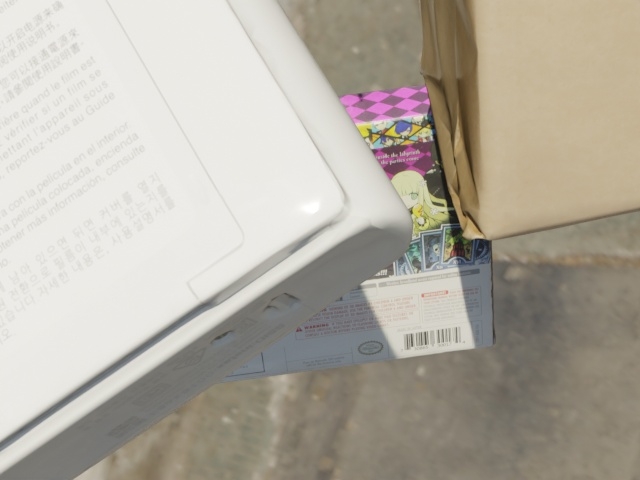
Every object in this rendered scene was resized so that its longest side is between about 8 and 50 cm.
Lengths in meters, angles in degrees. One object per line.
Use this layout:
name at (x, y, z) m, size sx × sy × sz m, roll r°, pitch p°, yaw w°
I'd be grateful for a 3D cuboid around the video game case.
video game case at (0.000, 0.000, 1.165) m, size 0.232 × 0.210 × 0.042 m, roll -8°, pitch 39°, yaw -1°

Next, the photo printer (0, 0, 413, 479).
photo printer at (-0.139, -0.059, 0.772) m, size 0.256 × 0.107 × 0.308 m, roll -35°, pitch 70°, yaw 9°

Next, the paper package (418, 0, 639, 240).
paper package at (0.210, -0.182, 0.889) m, size 0.324 × 0.309 × 0.168 m, roll -11°, pitch 44°, yaw -2°
